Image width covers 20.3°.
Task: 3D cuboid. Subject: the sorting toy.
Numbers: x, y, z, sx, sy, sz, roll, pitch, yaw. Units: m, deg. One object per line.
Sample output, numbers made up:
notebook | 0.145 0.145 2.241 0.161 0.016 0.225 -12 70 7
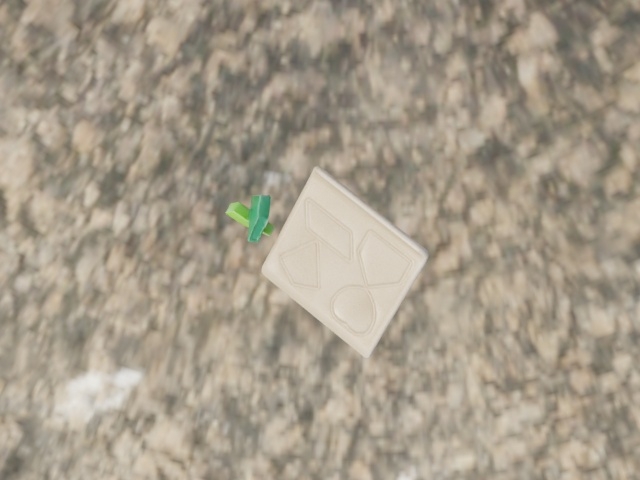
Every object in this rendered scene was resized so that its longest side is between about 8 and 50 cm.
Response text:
sorting toy | 0.000 0.000 0.701 0.083 0.012 0.062 39 128 15
